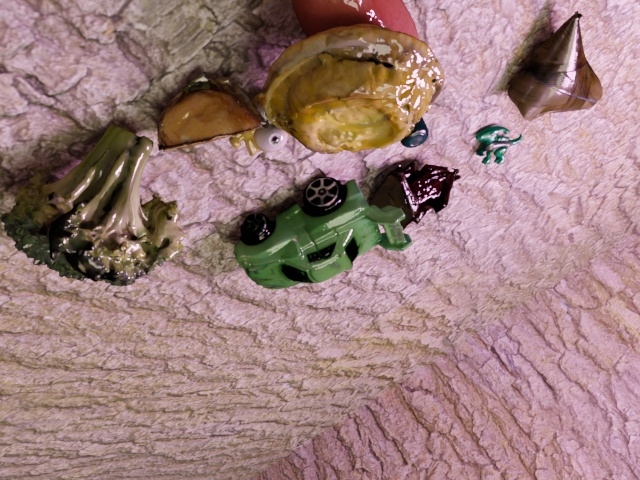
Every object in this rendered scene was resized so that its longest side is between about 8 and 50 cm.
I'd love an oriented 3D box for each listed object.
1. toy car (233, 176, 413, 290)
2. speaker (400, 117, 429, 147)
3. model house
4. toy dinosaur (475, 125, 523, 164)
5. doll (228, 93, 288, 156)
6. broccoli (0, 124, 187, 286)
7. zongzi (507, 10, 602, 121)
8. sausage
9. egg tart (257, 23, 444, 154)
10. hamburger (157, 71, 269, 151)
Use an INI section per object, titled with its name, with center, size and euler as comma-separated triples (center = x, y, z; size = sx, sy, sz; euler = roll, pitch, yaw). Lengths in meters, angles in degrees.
[toy car]
center = 0.000, 0.000, 1.279
size = 0.359, 0.176, 0.213
euler = -28, 150, 0
[speaker]
center = 0.163, -0.223, 1.171
size = 0.094, 0.075, 0.060
euler = -16, 150, -4
[model house]
center = 0.220, -0.110, 1.380
size = 0.164, 0.141, 0.203
euler = -38, 177, -25
[toy dinosaur]
center = 0.426, -0.235, 1.404
size = 0.132, 0.059, 0.096
euler = -11, 141, -15
[doll]
center = -0.021, -0.225, 1.000
size = 0.291, 0.086, 0.117
euler = -19, 119, -15
[broccoli]
center = -0.326, -0.052, 0.896
size = 0.263, 0.247, 0.243
euler = 24, 91, -12
[zongzi]
center = 0.535, -0.371, 1.221
size = 0.221, 0.112, 0.242
euler = -11, 146, -26
[sausage]
center = 0.053, -0.322, 0.854
size = 0.148, 0.148, 0.254
euler = -38, 145, 16
[egg tart]
center = 0.046, -0.198, 0.854
size = 0.279, 0.095, 0.279
euler = -2, 158, -1
[hamburger]
center = -0.174, -0.203, 0.909
size = 0.176, 0.102, 0.087
euler = -12, -173, 8
